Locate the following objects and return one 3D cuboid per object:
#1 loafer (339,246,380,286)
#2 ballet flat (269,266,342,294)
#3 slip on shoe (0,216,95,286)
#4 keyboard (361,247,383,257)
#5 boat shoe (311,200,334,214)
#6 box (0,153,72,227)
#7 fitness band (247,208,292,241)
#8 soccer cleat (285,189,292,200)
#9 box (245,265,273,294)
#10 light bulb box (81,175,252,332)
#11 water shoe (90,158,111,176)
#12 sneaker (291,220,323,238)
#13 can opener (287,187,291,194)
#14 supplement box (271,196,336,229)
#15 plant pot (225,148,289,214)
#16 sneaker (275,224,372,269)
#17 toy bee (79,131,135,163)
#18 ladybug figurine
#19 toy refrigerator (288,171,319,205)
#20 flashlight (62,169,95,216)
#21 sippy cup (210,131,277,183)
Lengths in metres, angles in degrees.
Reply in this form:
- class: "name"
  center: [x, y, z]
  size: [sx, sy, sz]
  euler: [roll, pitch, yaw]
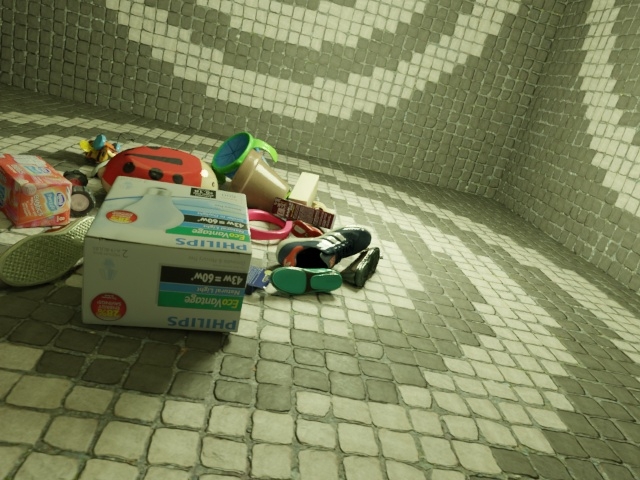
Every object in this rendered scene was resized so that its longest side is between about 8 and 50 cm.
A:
- class: "loafer"
  center: [0.144, 0.080, 1.729]
  size: [0.084, 0.096, 0.267]
  euler: [8, 20, 19]
- class: "ballet flat"
  center: [-0.054, 0.124, 1.496]
  size: [0.247, 0.083, 0.087]
  euler: [4, -3, -29]
- class: "slip on shoe"
  center: [-0.690, 0.028, 1.249]
  size: [0.101, 0.123, 0.331]
  euler: [-14, 18, 16]
- class: "keyboard"
  center: [0.131, 0.025, 1.989]
  size: [0.255, 0.014, 0.072]
  euler: [15, 19, 1]
- class: "boat shoe"
  center: [-0.006, -0.139, 2.276]
  size: [0.059, 0.063, 0.170]
  euler: [3, 22, -47]
- class: "box"
  center: [-0.917, -0.162, 1.536]
  size: [0.299, 0.142, 0.154]
  euler: [29, 23, 36]
- class: "fitness band"
  center: [-0.217, -0.059, 1.908]
  size: [0.208, 0.054, 0.291]
  euler: [13, 18, -4]
- class: "soccer cleat"
  center: [-0.155, -0.173, 2.271]
  size: [0.072, 0.060, 0.179]
  euler: [54, 31, -13]
- class: "box"
  center: [-0.256, 0.101, 1.443]
  size: [0.225, 0.037, 0.136]
  euler: [14, 19, 3]
- class: "light bulb box"
  center: [-0.368, 0.025, 1.226]
  size: [0.357, 0.225, 0.361]
  euler: [7, 25, -15]
- class: "water shoe"
  center: [-0.867, -0.302, 2.074]
  size: [0.203, 0.073, 0.080]
  euler: [-38, 95, -43]
- class: "sneaker"
  center: [0.000, 0.000, 1.855]
  size: [0.221, 0.087, 0.128]
  euler: [45, 20, 29]
- class: "can opener"
  center: [-0.255, -0.265, 2.432]
  size: [0.283, 0.076, 0.095]
  euler: [27, 22, 36]
- class: "supplement box"
  center: [-0.068, -0.112, 2.046]
  size: [0.239, 0.073, 0.130]
  euler: [14, 4, -32]
- class: "plant pot"
  center: [-0.264, -0.227, 2.107]
  size: [0.229, 0.263, 0.263]
  euler: [30, 17, -9]
- class: "sneaker"
  center: [0.034, 0.047, 1.639]
  size: [0.349, 0.131, 0.148]
  euler: [-15, 31, -19]
- class: "toy bee"
  center: [-0.959, -0.382, 2.152]
  size: [0.195, 0.162, 0.298]
  euler: [22, -18, -29]
- class: "ladybug figurine"
  center: [-0.601, -0.244, 1.863]
  size: [0.449, 0.162, 0.305]
  euler: [2, 47, -30]
- class: "toy refrigerator"
  center: [-0.082, -0.208, 2.247]
  size: [0.094, 0.102, 0.270]
  euler: [12, 34, 5]
- class: "flashlight"
  center: [-0.844, -0.175, 1.702]
  size: [0.103, 0.103, 0.304]
  euler: [34, 5, -34]
- class: "sippy cup"
  center: [-0.359, -0.358, 2.343]
  size: [0.305, 0.240, 0.224]
  euler: [21, -19, 47]
